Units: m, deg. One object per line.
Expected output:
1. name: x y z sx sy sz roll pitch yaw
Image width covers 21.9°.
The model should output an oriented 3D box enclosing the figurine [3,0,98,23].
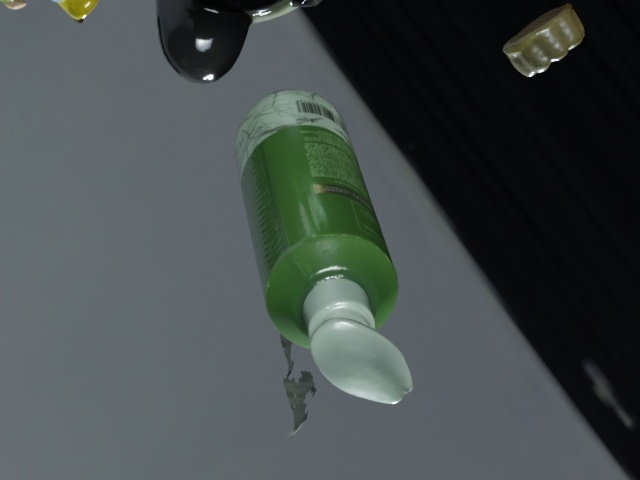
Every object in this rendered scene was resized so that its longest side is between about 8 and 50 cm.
1. figurine: -0.274 -0.292 1.375 0.162 0.263 0.143 -45 -150 5

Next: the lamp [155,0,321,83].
1. lamp: -0.028 -0.186 0.732 0.197 0.198 0.244 -35 160 -14

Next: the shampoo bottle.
1. shampoo bottle: 0.000 0.000 0.763 0.065 0.065 0.204 -37 -152 12

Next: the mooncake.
1. mooncake: 0.065 -0.023 1.148 0.347 0.057 0.150 -53 -178 13
